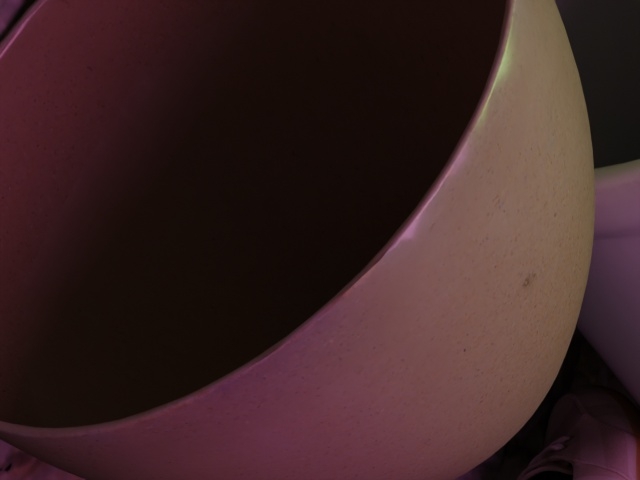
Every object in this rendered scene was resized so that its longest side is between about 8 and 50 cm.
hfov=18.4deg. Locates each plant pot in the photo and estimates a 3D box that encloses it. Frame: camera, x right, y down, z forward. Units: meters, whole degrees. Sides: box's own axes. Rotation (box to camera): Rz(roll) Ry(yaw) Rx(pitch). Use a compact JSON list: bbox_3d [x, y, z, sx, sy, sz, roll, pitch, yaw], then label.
[{"bbox_3d":[0.000,0.000,0.808,0.191,0.284,0.284,45,63,-40],"label":"plant pot"}]

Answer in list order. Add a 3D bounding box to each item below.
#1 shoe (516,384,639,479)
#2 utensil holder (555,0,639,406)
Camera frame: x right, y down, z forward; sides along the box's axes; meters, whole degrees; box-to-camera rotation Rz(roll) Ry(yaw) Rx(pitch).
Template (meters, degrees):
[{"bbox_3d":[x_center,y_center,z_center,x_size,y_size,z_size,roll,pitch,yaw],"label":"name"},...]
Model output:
[{"bbox_3d":[0.136,0.141,1.038,0.058,0.219,0.076,23,118,-11],"label":"shoe"},{"bbox_3d":[0.281,-0.020,1.029,0.385,0.328,0.327,50,60,-30],"label":"utensil holder"}]
